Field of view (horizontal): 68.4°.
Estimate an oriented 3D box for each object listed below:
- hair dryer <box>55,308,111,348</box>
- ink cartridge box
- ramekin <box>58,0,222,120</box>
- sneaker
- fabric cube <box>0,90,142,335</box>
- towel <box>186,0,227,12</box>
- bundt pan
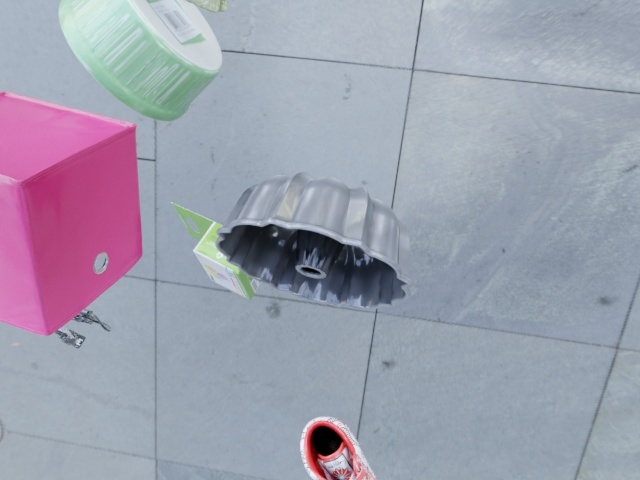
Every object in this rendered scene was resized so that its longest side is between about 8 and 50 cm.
[{"bbox_3d":[-0.631,0.130,1.100,0.293,0.080,0.224,42,131,-21],"label":"hair dryer"},{"bbox_3d":[-0.276,0.030,1.207,0.255,0.188,0.097,24,67,14],"label":"ink cartridge box"},{"bbox_3d":[-0.343,-0.412,0.956,0.148,0.303,0.303,-30,100,23],"label":"ramekin"},{"bbox_3d":[0.053,0.377,0.663,0.090,0.145,0.270,-29,60,-4],"label":"sneaker"},{"bbox_3d":[-0.461,-0.056,0.744,0.259,0.254,0.258,16,121,8],"label":"fabric cube"},{"bbox_3d":[-0.229,-0.484,0.845,0.148,0.027,0.110,18,118,-7],"label":"towel"},{"bbox_3d":[0.000,0.000,0.793,0.331,0.331,0.124,15,66,3],"label":"bundt pan"}]
